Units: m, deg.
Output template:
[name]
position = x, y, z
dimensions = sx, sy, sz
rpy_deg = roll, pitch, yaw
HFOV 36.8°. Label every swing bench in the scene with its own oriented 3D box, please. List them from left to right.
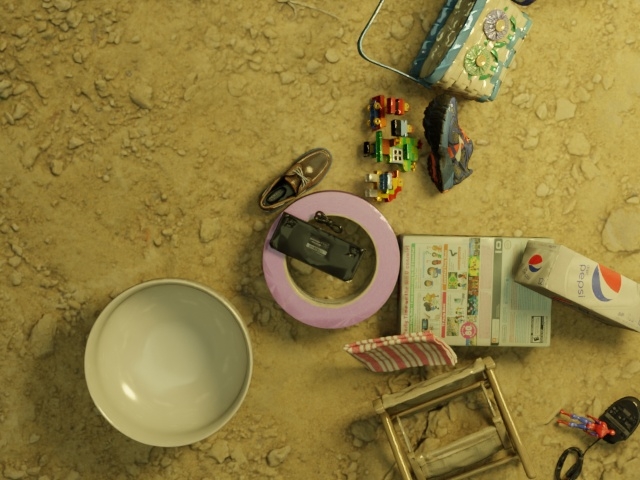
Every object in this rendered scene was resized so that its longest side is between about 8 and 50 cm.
[swing bench]
position = 0.266, 0.387, 1.951
dimensions = 0.253, 0.165, 0.255
rpy_deg = -21, 90, 3

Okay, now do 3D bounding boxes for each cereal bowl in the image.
[cereal bowl]
position = -0.298, 0.236, 1.949
dimensions = 0.338, 0.141, 0.339
rpy_deg = 0, 95, 0

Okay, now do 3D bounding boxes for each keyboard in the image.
[keyboard]
position = 0.000, 0.000, 1.894
dimensions = 0.180, 0.023, 0.108
rpy_deg = 25, 102, -3

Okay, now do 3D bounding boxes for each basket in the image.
[basket]
position = 0.242, -0.413, 1.849
dimensions = 0.288, 0.201, 0.255
rpy_deg = 25, 95, -10

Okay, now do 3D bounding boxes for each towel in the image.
[towel]
position = 0.159, 0.227, 1.920
dimensions = 0.197, 0.144, 0.029
rpy_deg = -12, 60, 24

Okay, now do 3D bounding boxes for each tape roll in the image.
[tape roll]
position = 0.021, 0.036, 1.952
dimensions = 0.274, 0.090, 0.275
rpy_deg = 0, 95, 1

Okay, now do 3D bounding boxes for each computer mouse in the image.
[computer mouse]
position = 0.581, 0.419, 2.011
dimensions = 0.242, 0.041, 0.071
rpy_deg = -47, 69, 12

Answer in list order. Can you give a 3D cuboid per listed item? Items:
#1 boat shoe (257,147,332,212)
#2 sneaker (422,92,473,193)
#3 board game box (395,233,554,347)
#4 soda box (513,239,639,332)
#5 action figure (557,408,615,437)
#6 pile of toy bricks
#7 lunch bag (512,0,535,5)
[boat shoe]
position = -0.049, -0.118, 1.948
dimensions = 0.183, 0.066, 0.066
rpy_deg = -42, 94, 4
[sneaker]
position = 0.258, -0.200, 1.905
dimensions = 0.087, 0.083, 0.221
rpy_deg = -21, 135, -13
[board game box]
position = 0.310, 0.100, 1.952
dimensions = 0.303, 0.097, 0.224
rpy_deg = 2, 95, -1
[soda box]
position = 0.521, 0.092, 1.884
dimensions = 0.286, 0.098, 0.091
rpy_deg = 23, 84, -29
[action figure]
position = 0.552, 0.381, 1.992
dimensions = 0.115, 0.030, 0.038
rpy_deg = 16, 92, 27
[pile of toy bricks]
position = 0.158, -0.185, 1.932
dimensions = 0.105, 0.118, 0.212
rpy_deg = 2, 86, -32
[lunch bag]
position = 0.437, -0.575, 1.771
dimensions = 0.385, 0.328, 0.239
rpy_deg = -1, 92, 0
